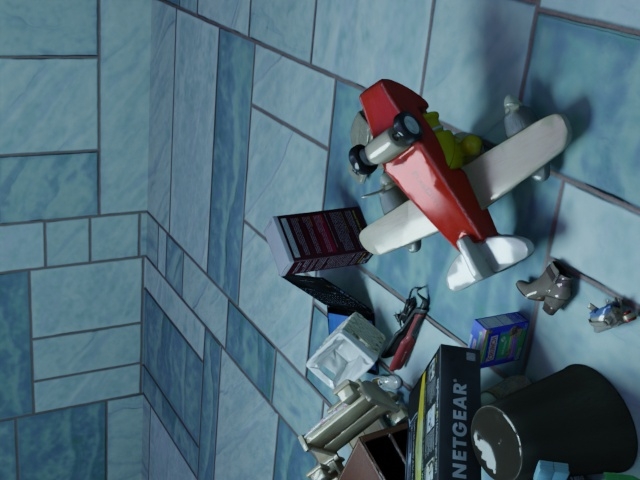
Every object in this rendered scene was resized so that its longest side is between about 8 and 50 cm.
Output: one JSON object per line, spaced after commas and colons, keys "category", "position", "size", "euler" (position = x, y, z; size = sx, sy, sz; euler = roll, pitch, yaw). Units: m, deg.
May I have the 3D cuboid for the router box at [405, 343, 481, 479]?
{"category": "router box", "position": [0.221, 0.381, 1.591], "size": [0.243, 0.081, 0.308], "euler": [107, 172, -56]}

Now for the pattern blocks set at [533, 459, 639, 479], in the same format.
{"category": "pattern blocks set", "position": [0.406, 0.463, 1.429], "size": [0.026, 0.286, 0.324], "euler": [-81, 5, -45]}

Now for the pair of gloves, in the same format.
{"category": "pair of gloves", "position": [0.140, -0.201, 1.979], "size": [0.240, 0.042, 0.204], "euler": [44, 136, 52]}

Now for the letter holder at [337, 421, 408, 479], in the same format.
{"category": "letter holder", "position": [0.158, 0.598, 1.992], "size": [0.214, 0.152, 0.301], "euler": [59, 146, 34]}

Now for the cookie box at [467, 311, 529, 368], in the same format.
{"category": "cookie box", "position": [0.333, 0.189, 1.642], "size": [0.040, 0.107, 0.091], "euler": [44, 133, 49]}

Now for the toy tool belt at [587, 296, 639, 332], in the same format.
{"category": "toy tool belt", "position": [0.476, 0.118, 1.427], "size": [0.083, 0.052, 0.051], "euler": [-38, 71, 57]}

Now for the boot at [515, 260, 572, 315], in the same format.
{"category": "boot", "position": [0.406, 0.075, 1.562], "size": [0.118, 0.042, 0.086], "euler": [46, 128, 46]}

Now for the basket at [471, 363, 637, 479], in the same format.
{"category": "basket", "position": [0.382, 0.320, 1.459], "size": [0.204, 0.227, 0.154], "euler": [60, 144, 35]}

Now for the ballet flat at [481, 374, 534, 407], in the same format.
{"category": "ballet flat", "position": [0.314, 0.368, 1.717], "size": [0.107, 0.106, 0.316], "euler": [66, 147, 30]}

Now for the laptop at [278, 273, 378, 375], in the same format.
{"category": "laptop", "position": [0.018, 0.206, 2.187], "size": [0.234, 0.264, 0.136], "euler": [1, 61, 60]}

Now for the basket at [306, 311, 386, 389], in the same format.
{"category": "basket", "position": [0.064, 0.263, 2.054], "size": [0.113, 0.103, 0.167], "euler": [41, 132, -1]}

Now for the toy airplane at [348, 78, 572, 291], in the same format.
{"category": "toy airplane", "position": [0.255, -0.104, 1.619], "size": [0.386, 0.272, 0.384], "euler": [15, 126, 21]}

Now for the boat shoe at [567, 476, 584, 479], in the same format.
{"category": "boat shoe", "position": [0.387, 0.528, 1.623], "size": [0.108, 0.102, 0.301], "euler": [59, 143, 37]}

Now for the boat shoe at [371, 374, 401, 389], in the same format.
{"category": "boat shoe", "position": [0.155, 0.339, 2.073], "size": [0.100, 0.035, 0.035], "euler": [-4, 92, 62]}

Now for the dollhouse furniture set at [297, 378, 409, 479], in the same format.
{"category": "dollhouse furniture set", "position": [0.013, 0.409, 2.004], "size": [0.303, 0.355, 0.173], "euler": [-41, 53, 11]}

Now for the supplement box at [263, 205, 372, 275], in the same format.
{"category": "supplement box", "position": [0.000, 0.000, 2.068], "size": [0.073, 0.240, 0.130], "euler": [-57, 48, 52]}

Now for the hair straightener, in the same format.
{"category": "hair straightener", "position": [0.185, 0.188, 1.973], "size": [0.089, 0.047, 0.230], "euler": [54, 140, 41]}
